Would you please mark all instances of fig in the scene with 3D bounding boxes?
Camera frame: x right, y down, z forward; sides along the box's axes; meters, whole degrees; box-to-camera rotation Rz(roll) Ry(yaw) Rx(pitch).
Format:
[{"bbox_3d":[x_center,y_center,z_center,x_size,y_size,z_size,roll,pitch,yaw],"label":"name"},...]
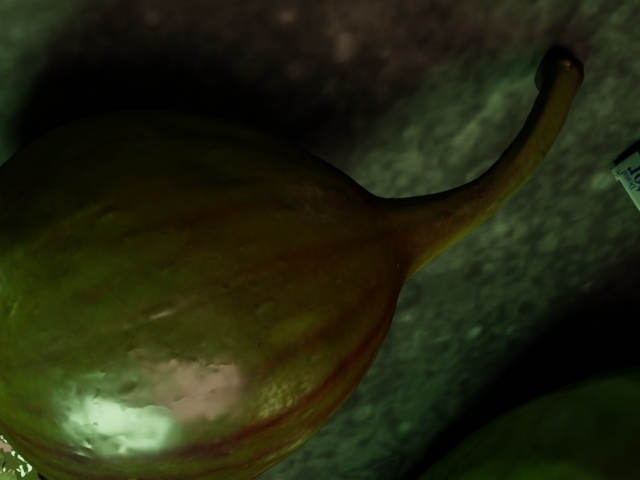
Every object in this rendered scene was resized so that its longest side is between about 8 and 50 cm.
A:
[{"bbox_3d":[0.000,0.000,0.526,0.236,0.124,0.124,-22,139,-24],"label":"fig"}]

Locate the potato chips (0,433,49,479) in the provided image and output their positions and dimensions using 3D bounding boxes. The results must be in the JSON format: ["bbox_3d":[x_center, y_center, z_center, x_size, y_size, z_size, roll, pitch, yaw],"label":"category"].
[{"bbox_3d":[-0.184,0.114,0.601,0.219,0.029,0.202,-10,136,-14],"label":"potato chips"}]

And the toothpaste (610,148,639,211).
[{"bbox_3d":[0.168,0.014,0.662,0.034,0.046,0.164,-35,138,13],"label":"toothpaste"}]

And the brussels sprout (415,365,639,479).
[{"bbox_3d":[0.127,0.165,0.664,0.271,0.210,0.219,-11,118,29],"label":"brussels sprout"}]
